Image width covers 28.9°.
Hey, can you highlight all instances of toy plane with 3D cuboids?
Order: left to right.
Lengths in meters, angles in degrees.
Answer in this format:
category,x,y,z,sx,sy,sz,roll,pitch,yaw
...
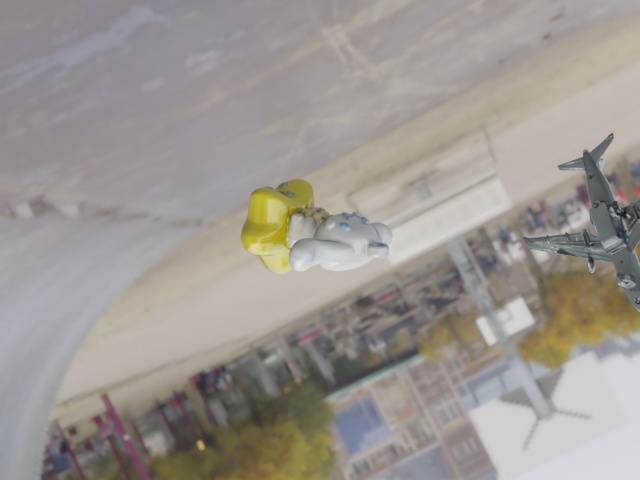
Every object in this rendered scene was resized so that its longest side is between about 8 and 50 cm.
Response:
category,x,y,z,sx,sy,sz,roll,pitch,yaw
toy plane,0.337,-0.018,1.435,0.226,0.226,0.058,-32,137,32

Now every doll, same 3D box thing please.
category,x,y,z,sx,sy,sz,roll,pitch,yaw
doll,-0.004,0.001,0.937,0.113,0.072,0.135,10,-166,4
